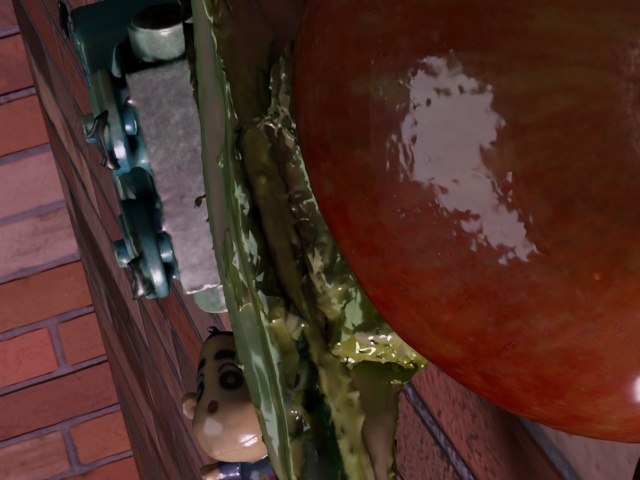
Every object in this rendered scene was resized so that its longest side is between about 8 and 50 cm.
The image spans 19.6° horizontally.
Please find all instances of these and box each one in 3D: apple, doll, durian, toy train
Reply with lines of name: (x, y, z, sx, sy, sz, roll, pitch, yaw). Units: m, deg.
apple: (0.070, -0.030, 0.382, 0.131, 0.146, 0.146, -13, 95, 69)
doll: (-0.049, 0.146, 1.342, 0.089, 0.102, 0.179, -5, -106, -62)
durian: (0.002, 0.001, 0.814, 0.132, 0.106, 0.375, 168, 86, -76)
toy train: (-0.089, -0.061, 1.163, 0.163, 0.112, 0.203, -116, 13, -62)

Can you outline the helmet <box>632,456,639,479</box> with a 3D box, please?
helmet: (0.114, 0.079, 0.528, 0.089, 0.057, 0.111, -118, 15, -52)
